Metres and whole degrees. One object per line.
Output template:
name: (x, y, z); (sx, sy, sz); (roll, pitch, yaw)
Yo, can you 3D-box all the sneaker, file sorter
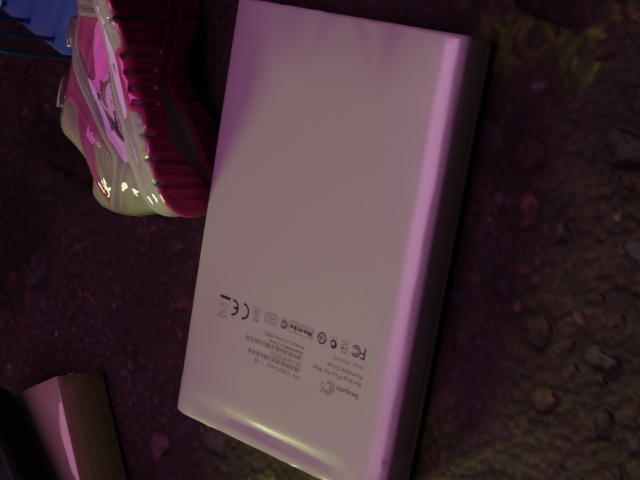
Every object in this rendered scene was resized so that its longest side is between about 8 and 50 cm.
sneaker: (-0.155, -0.129, 0.982); (0.111, 0.103, 0.252); (-17, 79, 38)
file sorter: (-0.258, -0.235, 1.069); (0.170, 0.104, 0.118); (37, 114, 35)

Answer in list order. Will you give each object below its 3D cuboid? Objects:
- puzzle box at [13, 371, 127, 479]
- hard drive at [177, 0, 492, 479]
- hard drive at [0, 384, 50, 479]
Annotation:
puzzle box: (-0.305, 0.299, 1.156); (0.409, 0.052, 0.272); (-24, 76, 39)
hard drive: (0.000, 0.000, 0.891); (0.203, 0.040, 0.307); (18, 102, 39)
hard drive: (-0.308, 0.244, 1.087); (0.254, 0.054, 0.172); (-46, 63, 32)
